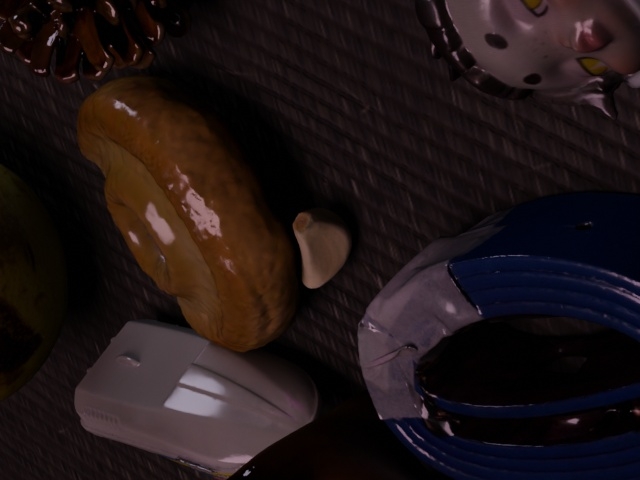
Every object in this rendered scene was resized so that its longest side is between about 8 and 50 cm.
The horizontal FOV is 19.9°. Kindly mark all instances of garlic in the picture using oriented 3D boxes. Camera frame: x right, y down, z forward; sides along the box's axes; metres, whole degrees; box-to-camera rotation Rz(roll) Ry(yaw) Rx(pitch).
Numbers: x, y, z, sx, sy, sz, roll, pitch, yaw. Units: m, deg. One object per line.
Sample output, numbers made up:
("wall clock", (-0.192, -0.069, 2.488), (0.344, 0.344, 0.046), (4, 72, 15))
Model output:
("garlic", (0.000, 0.001, 1.557), (0.041, 0.053, 0.083), (44, 161, 36))

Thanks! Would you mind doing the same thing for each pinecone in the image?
("pinecone", (-0.194, -0.210, 1.504), (0.179, 0.195, 0.150), (22, 112, 17))

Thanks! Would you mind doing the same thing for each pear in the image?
("pear", (-0.386, 0.045, 1.801), (0.283, 0.283, 0.283), (25, 133, 30))

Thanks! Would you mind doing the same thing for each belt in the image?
("belt", (0.186, 0.081, 1.385), (0.347, 0.117, 0.212), (-10, 111, 47))

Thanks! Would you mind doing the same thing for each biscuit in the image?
("biscuit", (-0.117, -0.025, 1.606), (0.274, 0.091, 0.213), (59, 158, 1))

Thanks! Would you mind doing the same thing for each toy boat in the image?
("toy boat", (-0.104, 0.163, 1.718), (0.269, 0.141, 0.141), (20, 130, 33))

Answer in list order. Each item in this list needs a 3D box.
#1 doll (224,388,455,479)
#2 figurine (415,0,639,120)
("doll", (0.078, 0.285, 1.531), (0.340, 0.318, 0.209), (38, 108, 10))
("figurine", (0.204, -0.194, 1.142), (0.370, 0.167, 0.281), (-16, 135, 40))
